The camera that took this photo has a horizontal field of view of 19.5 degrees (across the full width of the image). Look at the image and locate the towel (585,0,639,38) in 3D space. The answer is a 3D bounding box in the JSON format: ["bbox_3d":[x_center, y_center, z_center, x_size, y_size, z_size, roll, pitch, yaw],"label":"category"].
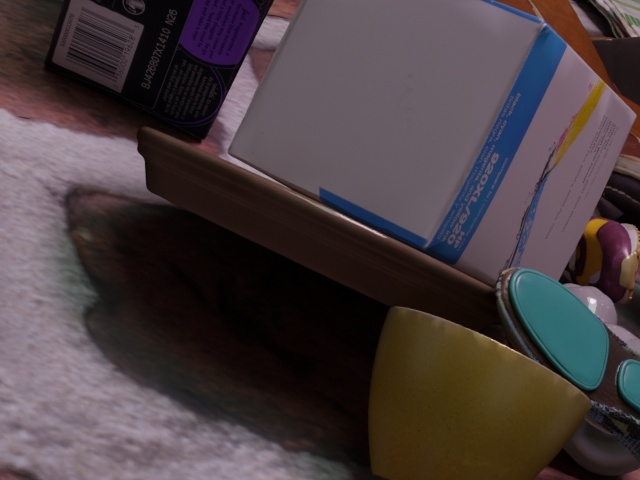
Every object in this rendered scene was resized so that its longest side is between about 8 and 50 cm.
[{"bbox_3d":[0.442,-0.194,2.133,0.248,0.038,0.325,17,25,-22],"label":"towel"}]

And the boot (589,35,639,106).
[{"bbox_3d":[0.195,-0.162,1.802,0.305,0.112,0.115,4,2,-30],"label":"boot"}]

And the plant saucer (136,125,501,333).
[{"bbox_3d":[0.000,0.000,1.226,0.278,0.041,0.278,25,0,0],"label":"plant saucer"}]

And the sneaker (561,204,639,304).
[{"bbox_3d":[0.190,0.004,1.466,0.084,0.069,0.185,7,11,-12],"label":"sneaker"}]

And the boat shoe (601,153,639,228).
[{"bbox_3d":[0.328,0.043,1.474,0.285,0.092,0.103,39,0,6],"label":"boat shoe"}]

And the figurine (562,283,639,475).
[{"bbox_3d":[0.249,0.105,1.336,0.215,0.092,0.209,21,18,-10],"label":"figurine"}]

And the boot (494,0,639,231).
[{"bbox_3d":[0.260,-0.135,1.712,0.264,0.096,0.280,-14,63,-37],"label":"boot"}]

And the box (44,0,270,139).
[{"bbox_3d":[-0.093,-0.239,1.479,0.143,0.165,0.270,25,43,-3],"label":"box"}]

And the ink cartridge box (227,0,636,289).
[{"bbox_3d":[0.086,-0.074,1.296,0.171,0.168,0.233,26,0,28],"label":"ink cartridge box"}]

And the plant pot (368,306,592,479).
[{"bbox_3d":[0.081,0.112,1.111,0.134,0.095,0.134,26,-9,4],"label":"plant pot"}]

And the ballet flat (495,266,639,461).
[{"bbox_3d":[0.166,0.086,1.176,0.188,0.070,0.070,38,21,-19],"label":"ballet flat"}]
